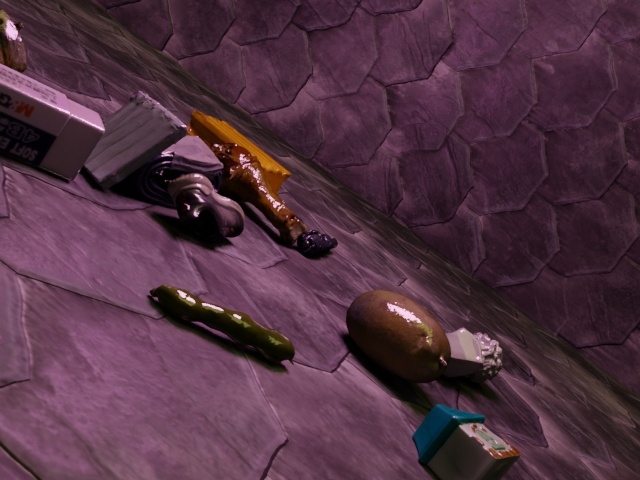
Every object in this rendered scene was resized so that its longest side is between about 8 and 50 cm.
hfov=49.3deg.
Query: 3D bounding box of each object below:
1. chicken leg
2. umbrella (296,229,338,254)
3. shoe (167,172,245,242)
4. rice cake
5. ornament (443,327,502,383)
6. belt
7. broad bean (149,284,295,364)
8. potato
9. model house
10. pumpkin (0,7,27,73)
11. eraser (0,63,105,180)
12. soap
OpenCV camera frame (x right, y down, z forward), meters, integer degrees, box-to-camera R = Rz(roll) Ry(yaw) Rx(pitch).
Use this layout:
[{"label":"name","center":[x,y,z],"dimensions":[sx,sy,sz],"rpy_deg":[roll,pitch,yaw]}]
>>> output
[{"label":"chicken leg","center":[-0.189,-0.149,1.818],"dimensions":[0.361,0.140,0.211],"rpy_deg":[38,4,34]},{"label":"umbrella","center":[0.006,0.005,1.916],"dimensions":[0.071,0.071,0.248],"rpy_deg":[39,13,19]},{"label":"shoe","center":[-0.231,-0.043,1.431],"dimensions":[0.227,0.099,0.112],"rpy_deg":[49,26,-52]},{"label":"rice cake","center":[-0.385,-0.201,1.374],"dimensions":[0.189,0.198,0.037],"rpy_deg":[40,-13,35]},{"label":"ornament","center":[0.347,0.277,1.665],"dimensions":[0.285,0.120,0.130],"rpy_deg":[14,43,-56]},{"label":"belt","center":[-0.309,-0.146,1.472],"dimensions":[0.126,0.139,0.230],"rpy_deg":[42,19,29]},{"label":"broad bean","center":[-0.143,0.130,1.079],"dimensions":[0.256,0.052,0.053],"rpy_deg":[27,-28,-21]},{"label":"potato","center":[0.163,0.196,1.406],"dimensions":[0.174,0.159,0.251],"rpy_deg":[-12,29,-38]},{"label":"model house","center":[0.230,0.339,1.151],"dimensions":[0.149,0.100,0.127],"rpy_deg":[41,13,34]},{"label":"pumpkin","center":[-0.715,-0.410,1.352],"dimensions":[0.278,0.163,0.111],"rpy_deg":[35,16,-6]},{"label":"eraser","center":[-0.529,-0.217,1.185],"dimensions":[0.287,0.130,0.086],"rpy_deg":[26,17,-39]},{"label":"soap","center":[-0.269,-0.276,2.198],"dimensions":[0.324,0.096,0.204],"rpy_deg":[40,12,24]}]
